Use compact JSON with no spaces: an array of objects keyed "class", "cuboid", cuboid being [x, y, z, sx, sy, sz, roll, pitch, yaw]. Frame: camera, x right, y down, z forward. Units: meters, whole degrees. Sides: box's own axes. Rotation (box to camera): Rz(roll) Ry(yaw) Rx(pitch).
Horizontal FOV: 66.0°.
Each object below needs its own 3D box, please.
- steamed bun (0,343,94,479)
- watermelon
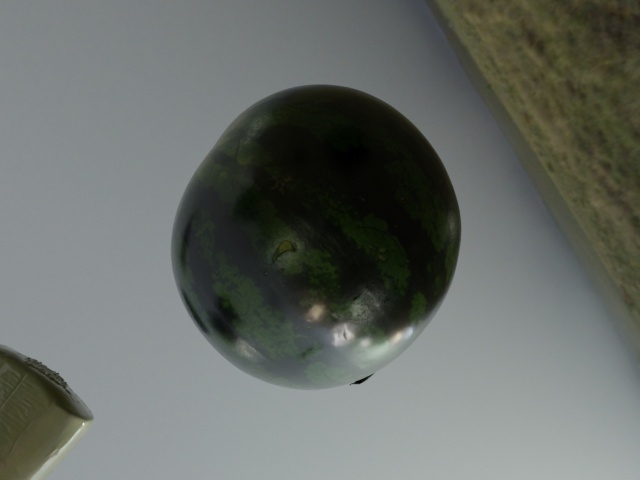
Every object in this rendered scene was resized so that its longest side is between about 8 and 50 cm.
[{"class":"steamed bun","cuboid":[-0.541,0.318,0.873,0.250,0.200,0.155,31,159,20]},{"class":"watermelon","cuboid":[-0.003,-0.005,0.446,0.269,0.268,0.269,44,-152,-30]}]
